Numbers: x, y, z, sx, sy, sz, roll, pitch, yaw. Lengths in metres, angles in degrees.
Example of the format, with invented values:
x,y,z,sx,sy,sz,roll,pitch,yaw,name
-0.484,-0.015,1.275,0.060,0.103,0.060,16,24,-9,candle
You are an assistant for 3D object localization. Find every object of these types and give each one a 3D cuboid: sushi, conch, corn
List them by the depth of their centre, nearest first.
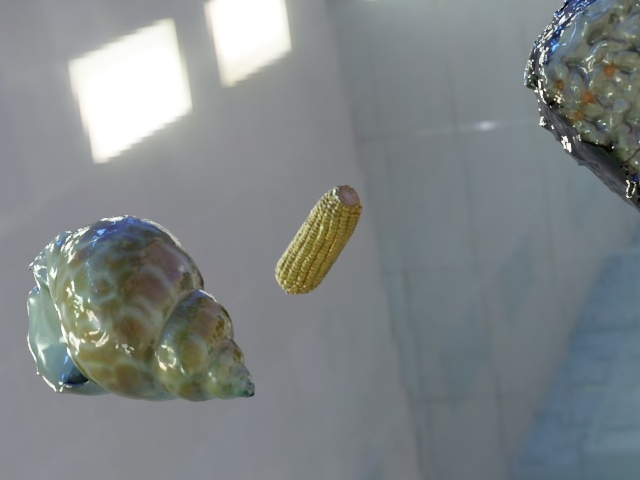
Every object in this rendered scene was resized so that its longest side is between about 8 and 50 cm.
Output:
x,y,z,sx,sy,sz,roll,pitch,yaw,name
-0.121,0.043,1.186,0.106,0.173,0.116,17,-108,-31,conch
0.000,0.000,1.372,0.092,0.037,0.037,-58,3,32,corn
0.252,-0.084,1.374,0.225,0.136,0.126,44,-172,-12,sushi
